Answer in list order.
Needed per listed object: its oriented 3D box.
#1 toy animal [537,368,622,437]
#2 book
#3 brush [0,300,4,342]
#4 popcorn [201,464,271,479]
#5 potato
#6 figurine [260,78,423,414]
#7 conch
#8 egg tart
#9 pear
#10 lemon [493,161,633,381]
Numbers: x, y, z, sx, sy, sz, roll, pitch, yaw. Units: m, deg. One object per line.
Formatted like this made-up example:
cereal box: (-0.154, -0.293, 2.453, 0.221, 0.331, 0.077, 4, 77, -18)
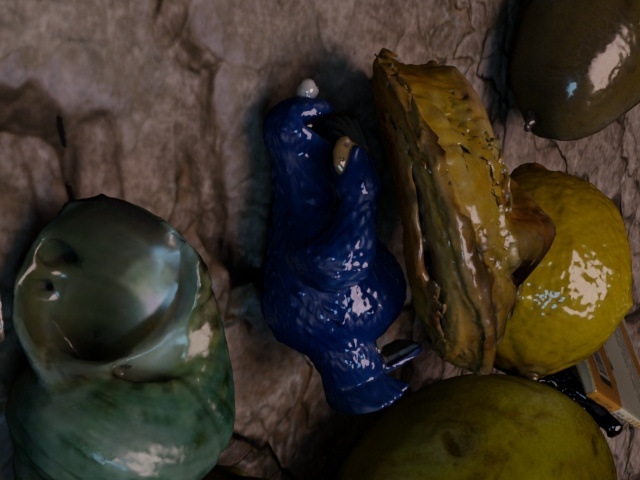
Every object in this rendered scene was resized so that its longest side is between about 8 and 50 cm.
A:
toy animal: (0.237, 0.241, 1.304, 0.210, 0.117, 0.121, -39, 87, -19)
book: (0.349, 0.127, 1.357, 0.295, 0.020, 0.207, 33, 36, -51)
brush: (-0.219, -0.058, 0.639, 0.043, 0.036, 0.247, -16, 105, -55)
popcorn: (-0.078, 0.311, 0.724, 0.312, 0.312, 0.312, -18, 112, -50)
potato: (0.287, -0.203, 1.176, 0.251, 0.159, 0.174, -48, 110, -23)
figurine: (0.001, 0.007, 0.883, 0.164, 0.121, 0.262, -4, 81, -84)
conch: (-0.133, 0.084, 0.715, 0.176, 0.122, 0.188, 34, 69, -21)
egg tart: (0.117, -0.036, 0.921, 0.297, 0.132, 0.297, -18, 90, -86)
pear: (0.141, 0.254, 1.004, 0.321, 0.269, 0.269, 4, 95, -39)
lemon: (0.213, 0.031, 1.102, 0.192, 0.192, 0.231, 32, 56, -52)
